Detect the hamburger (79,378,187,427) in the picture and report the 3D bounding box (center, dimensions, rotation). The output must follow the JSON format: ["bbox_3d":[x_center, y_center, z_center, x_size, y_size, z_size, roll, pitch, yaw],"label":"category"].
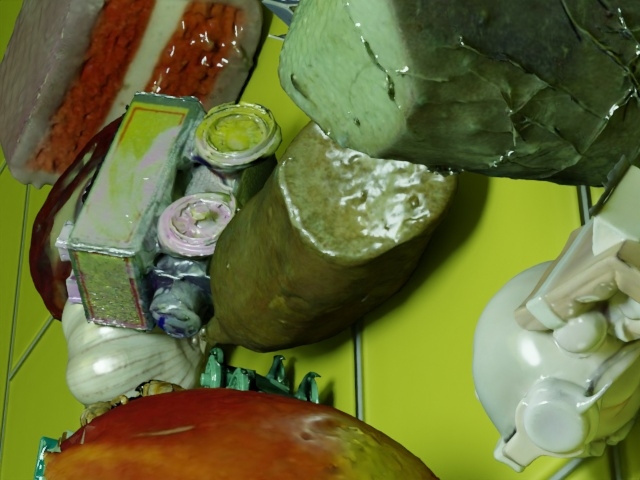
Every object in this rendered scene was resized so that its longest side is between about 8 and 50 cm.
[{"bbox_3d":[-0.135,0.234,1.699,0.231,0.106,0.231,162,90,-75],"label":"hamburger"}]

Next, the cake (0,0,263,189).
[{"bbox_3d":[-0.222,-0.210,2.156,0.309,0.237,0.230,-65,23,23],"label":"cake"}]

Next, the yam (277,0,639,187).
[{"bbox_3d":[0.125,-0.134,1.233,0.202,0.271,0.201,124,152,-49],"label":"yam"}]

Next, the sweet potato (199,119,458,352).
[{"bbox_3d":[0.000,0.000,1.606,0.370,0.157,0.158,129,150,-57],"label":"sweet potato"}]

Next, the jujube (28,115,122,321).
[{"bbox_3d":[-0.204,-0.012,2.041,0.243,0.183,0.183,-63,22,0],"label":"jujube"}]

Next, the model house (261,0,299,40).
[{"bbox_3d":[0.006,-0.232,1.823,0.167,0.088,0.117,-70,21,7],"label":"model house"}]

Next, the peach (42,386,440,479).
[{"bbox_3d":[-0.057,0.297,1.243,0.416,0.353,0.339,-62,-10,-46],"label":"peach"}]

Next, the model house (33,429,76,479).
[{"bbox_3d":[-0.263,0.281,2.076,0.149,0.100,0.127,-30,46,62],"label":"model house"}]

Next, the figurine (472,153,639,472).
[{"bbox_3d":[0.176,0.061,1.174,0.162,0.141,0.237,-54,1,-44],"label":"figurine"}]

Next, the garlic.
[{"bbox_3d":[-0.134,0.092,1.887,0.226,0.199,0.199,-27,40,16],"label":"garlic"}]

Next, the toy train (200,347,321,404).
[{"bbox_3d":[-0.059,0.169,1.694,0.200,0.083,0.132,-165,81,-75],"label":"toy train"}]

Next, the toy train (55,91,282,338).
[{"bbox_3d":[-0.129,-0.030,1.809,0.134,0.177,0.261,83,-160,-48],"label":"toy train"}]
